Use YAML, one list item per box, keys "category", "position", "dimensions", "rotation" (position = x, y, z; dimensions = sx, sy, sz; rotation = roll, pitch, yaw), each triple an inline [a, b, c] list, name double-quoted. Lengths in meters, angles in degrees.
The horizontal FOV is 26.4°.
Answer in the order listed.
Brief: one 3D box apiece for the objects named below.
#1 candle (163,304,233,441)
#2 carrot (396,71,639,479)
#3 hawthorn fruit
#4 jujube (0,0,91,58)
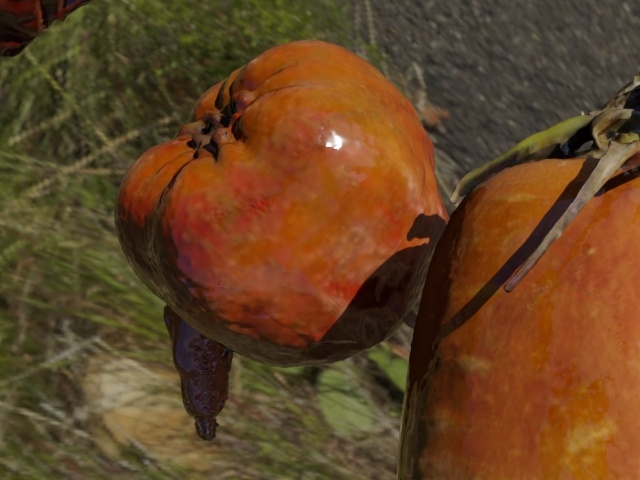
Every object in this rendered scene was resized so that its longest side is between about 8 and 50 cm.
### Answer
- category: "candle"
  position: [-0.091, 0.088, 1.036]
  dimensions: [0.053, 0.162, 0.048]
  rotation: [-10, 33, -17]
- category: "carrot"
  position: [0.145, 0.053, 0.732]
  dimensions: [0.193, 0.214, 0.331]
  rotation: [-4, 64, 50]
- category: "hawthorn fruit"
  position: [0.000, 0.000, 0.897]
  dimensions: [0.207, 0.243, 0.207]
  rotation: [-33, 30, 22]
- category: "jujube"
  position: [-0.185, -0.221, 0.830]
  dimensions: [0.232, 0.213, 0.213]
  rotation: [-29, 65, -10]
